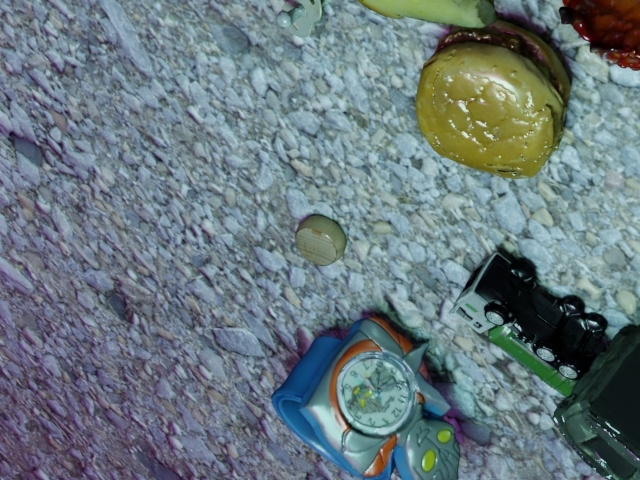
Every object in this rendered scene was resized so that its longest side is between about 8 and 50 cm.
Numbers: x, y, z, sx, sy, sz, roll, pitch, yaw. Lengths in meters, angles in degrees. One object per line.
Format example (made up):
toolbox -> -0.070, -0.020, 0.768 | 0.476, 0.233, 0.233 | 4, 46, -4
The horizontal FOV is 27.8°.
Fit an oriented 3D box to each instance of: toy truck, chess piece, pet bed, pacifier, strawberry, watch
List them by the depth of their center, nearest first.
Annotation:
strawberry -> 0.382, -0.243, 1.425 | 0.233, 0.234, 0.178 | 11, 154, 27
pacifier -> -0.036, -0.311, 1.752 | 0.068, 0.064, 0.083 | 52, 140, 10
pet bed -> 0.443, 0.232, 1.785 | 0.183, 0.211, 0.159 | 39, 158, 7
toy truck -> 0.310, 0.130, 1.895 | 0.242, 0.101, 0.125 | 38, 152, -5
chess piece -> 0.000, 0.000, 2.038 | 0.083, 0.038, 0.084 | 21, 136, 22
watch -> 0.085, 0.293, 2.138 | 0.305, 0.241, 0.274 | 43, 156, -8

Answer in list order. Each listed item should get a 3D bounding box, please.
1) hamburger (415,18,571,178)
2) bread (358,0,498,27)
hamburger -> 0.221, -0.182, 1.664 | 0.213, 0.108, 0.214 | 21, 142, 17
bread -> 0.101, -0.375, 1.511 | 0.204, 0.163, 0.262 | 4, 148, 19
